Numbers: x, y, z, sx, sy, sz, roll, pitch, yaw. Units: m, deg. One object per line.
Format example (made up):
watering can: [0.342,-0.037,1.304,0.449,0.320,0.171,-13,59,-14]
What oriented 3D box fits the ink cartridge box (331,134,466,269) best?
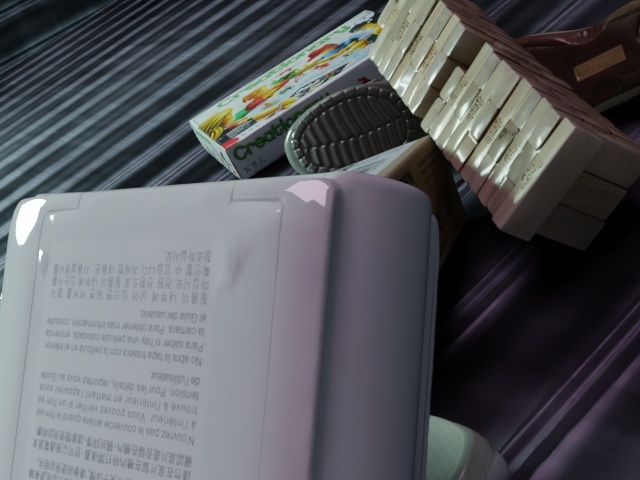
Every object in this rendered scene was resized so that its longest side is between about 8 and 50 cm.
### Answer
ink cartridge box: [0.000,0.000,0.692,0.193,0.088,0.235,-18,9,19]

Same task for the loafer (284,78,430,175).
loafer: [0.081,-0.130,0.936,0.251,0.094,0.087,-22,1,-6]

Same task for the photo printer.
photo printer: [-0.069,0.127,0.443,0.256,0.107,0.307,-2,80,39]

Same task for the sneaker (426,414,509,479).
sneaker: [-0.029,0.128,0.545,0.292,0.118,0.110,-4,34,38]

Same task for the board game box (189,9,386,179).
board game box: [-0.015,-0.201,1.171,0.305,0.053,0.193,-34,27,-9]

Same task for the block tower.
block tower: [0.140,-0.119,0.741,0.091,0.097,0.335,-59,28,24]

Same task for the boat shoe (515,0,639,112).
boat shoe: [0.250,-0.152,0.816,0.095,0.095,0.257,-5,-4,-44]
